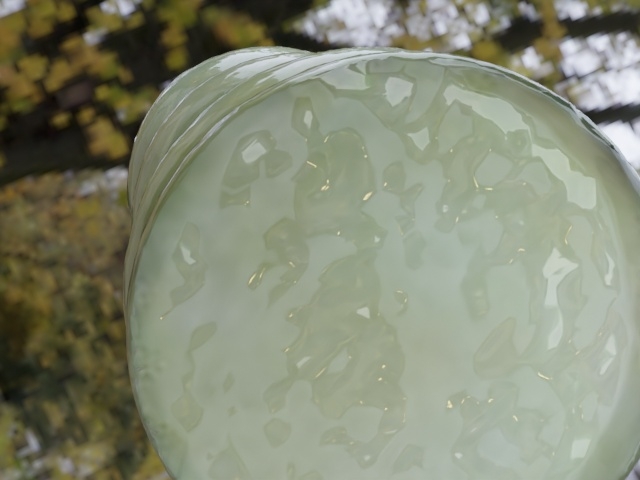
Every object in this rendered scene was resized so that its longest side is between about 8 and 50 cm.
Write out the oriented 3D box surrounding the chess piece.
[{"bbox_3d":[0.000,0.000,0.563,0.251,0.144,0.144,-135,-156,-75],"label":"chess piece"}]
